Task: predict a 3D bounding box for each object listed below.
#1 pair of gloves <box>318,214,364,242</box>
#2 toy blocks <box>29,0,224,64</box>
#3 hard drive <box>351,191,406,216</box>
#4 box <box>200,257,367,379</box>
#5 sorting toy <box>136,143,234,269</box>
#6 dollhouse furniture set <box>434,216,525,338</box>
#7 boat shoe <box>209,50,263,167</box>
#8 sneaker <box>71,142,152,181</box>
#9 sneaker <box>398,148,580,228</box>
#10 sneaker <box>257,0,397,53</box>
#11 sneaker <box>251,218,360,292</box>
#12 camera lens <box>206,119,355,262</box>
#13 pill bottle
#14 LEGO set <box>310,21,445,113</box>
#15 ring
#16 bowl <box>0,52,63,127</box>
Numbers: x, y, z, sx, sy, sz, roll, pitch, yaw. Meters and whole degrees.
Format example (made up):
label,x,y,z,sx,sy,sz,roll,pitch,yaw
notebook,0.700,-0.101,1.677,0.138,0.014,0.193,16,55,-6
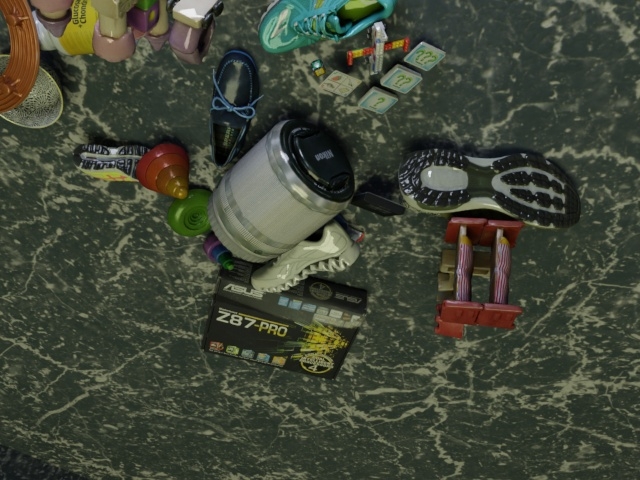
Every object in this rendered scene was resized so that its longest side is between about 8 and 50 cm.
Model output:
label,x,y,z,sx,sy,sz,roll,pitch,yaw
pair of gloves,0.000,0.000,1.643,0.159,0.023,0.198,27,131,-18
toy blocks,-0.261,-0.386,1.081,0.309,0.288,0.260,26,146,5
hard drive,0.124,-0.078,1.489,0.094,0.022,0.135,20,176,-11
box,-0.104,0.220,1.821,0.395,0.097,0.318,15,131,-7
sorting toy,-0.278,-0.051,1.524,0.127,0.126,0.365,-35,137,-8
dollhouse furniture set,0.341,0.112,1.487,0.152,0.201,0.374,5,158,8
boat shoe,-0.174,-0.255,1.368,0.109,0.089,0.258,8,135,0
sneaker,-0.445,-0.168,1.511,0.209,0.081,0.094,11,165,-13
sneaker,0.353,-0.098,1.456,0.411,0.157,0.182,10,166,-5
sneaker,0.008,-0.399,1.190,0.276,0.110,0.107,-15,130,22
sneaker,-0.053,0.035,1.609,0.292,0.110,0.118,-23,118,24
camera lens,-0.081,-0.102,1.414,0.219,0.219,0.274,35,129,-24
pill bottle,-0.440,-0.401,1.252,0.184,0.103,0.103,-3,134,10
LEGO set,0.102,-0.306,1.234,0.244,0.060,0.182,9,143,-44
ring,-0.679,-0.398,1.260,0.337,0.032,0.336,9,119,17
bowl,-0.596,-0.320,1.368,0.170,0.080,0.170,4,134,4
